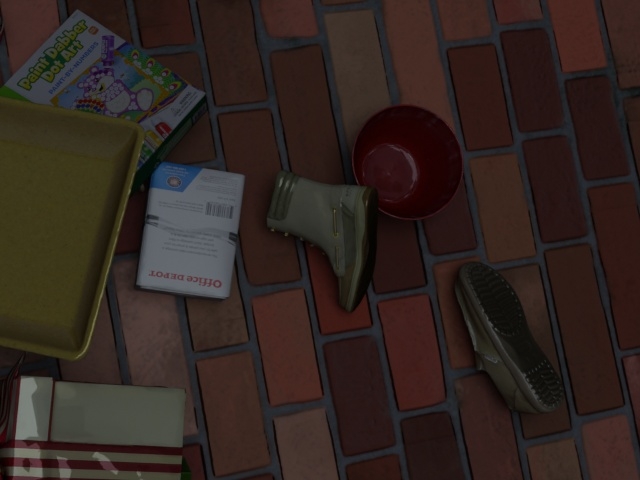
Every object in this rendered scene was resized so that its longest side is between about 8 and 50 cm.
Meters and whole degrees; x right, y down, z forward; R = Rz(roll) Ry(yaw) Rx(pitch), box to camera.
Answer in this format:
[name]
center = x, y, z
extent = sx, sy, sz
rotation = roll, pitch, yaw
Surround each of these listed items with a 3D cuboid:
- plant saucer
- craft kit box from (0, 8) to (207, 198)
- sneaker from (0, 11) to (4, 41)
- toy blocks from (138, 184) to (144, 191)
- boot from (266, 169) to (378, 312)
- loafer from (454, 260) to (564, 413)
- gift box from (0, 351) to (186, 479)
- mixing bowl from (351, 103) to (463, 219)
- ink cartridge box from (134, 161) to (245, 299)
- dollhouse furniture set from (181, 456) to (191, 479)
[plant saucer]
center = -0.425, -0.022, 1.552
extent = 0.333, 0.081, 0.332
rotation = 11, 76, 5
[craft kit box]
center = -0.337, -0.182, 1.678
extent = 0.247, 0.061, 0.250
rotation = 32, 69, 13
[sneaker]
center = -0.605, -0.356, 1.650
extent = 0.299, 0.112, 0.120
rotation = 11, 80, -12
[toy blocks]
center = -0.355, -0.081, 1.704
extent = 0.148, 0.054, 0.123
rotation = -37, 92, -16
[boot]
center = 0.000, 0.000, 1.763
extent = 0.165, 0.077, 0.213
rotation = 13, 121, 16
[loafer]
center = 0.279, 0.160, 1.812
extent = 0.102, 0.092, 0.268
rotation = -11, 68, -42
[gift box]
center = -0.343, 0.284, 1.564
extent = 0.258, 0.255, 0.276
rotation = 6, 75, -23
[mixing bowl]
center = 0.123, -0.115, 1.807
extent = 0.182, 0.098, 0.181
rotation = 2, 82, -15
[ink cartridge box]
center = -0.197, -0.012, 1.720
extent = 0.140, 0.082, 0.190
rotation = 9, 81, -12
[dollhouse furniture set]
center = -0.225, 0.399, 1.686
extent = 0.076, 0.058, 0.151
rotation = 5, 100, -21
